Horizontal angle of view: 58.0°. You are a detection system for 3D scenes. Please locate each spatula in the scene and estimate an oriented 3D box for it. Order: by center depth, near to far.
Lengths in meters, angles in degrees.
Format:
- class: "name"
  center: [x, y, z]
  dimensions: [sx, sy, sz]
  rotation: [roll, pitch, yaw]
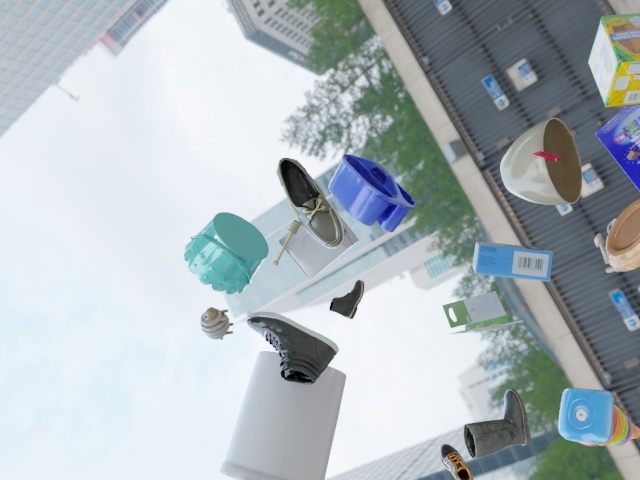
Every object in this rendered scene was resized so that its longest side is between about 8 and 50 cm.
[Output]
- class: "spatula"
  center: [0.562, 0.292, 1.918]
  dimensions: [0.242, 0.168, 0.019]
  rotation: [2, -108, -44]

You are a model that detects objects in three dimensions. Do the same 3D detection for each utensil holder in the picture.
- class: "utensil holder"
  center: [-0.103, 0.579, 1.831]
  dimensions: [0.328, 0.328, 0.385]
  rotation: [34, -115, -42]

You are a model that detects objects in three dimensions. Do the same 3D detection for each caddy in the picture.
- class: "caddy"
  center: [0.186, -0.185, 2.046]
  dimensions: [0.241, 0.179, 0.341]
  rotation: [14, -153, -40]

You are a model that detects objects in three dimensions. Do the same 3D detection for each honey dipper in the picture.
- class: "honey dipper"
  center: [-0.109, 0.010, 1.811]
  dimensions: [0.030, 0.160, 0.030]
  rotation: [27, -166, -7]

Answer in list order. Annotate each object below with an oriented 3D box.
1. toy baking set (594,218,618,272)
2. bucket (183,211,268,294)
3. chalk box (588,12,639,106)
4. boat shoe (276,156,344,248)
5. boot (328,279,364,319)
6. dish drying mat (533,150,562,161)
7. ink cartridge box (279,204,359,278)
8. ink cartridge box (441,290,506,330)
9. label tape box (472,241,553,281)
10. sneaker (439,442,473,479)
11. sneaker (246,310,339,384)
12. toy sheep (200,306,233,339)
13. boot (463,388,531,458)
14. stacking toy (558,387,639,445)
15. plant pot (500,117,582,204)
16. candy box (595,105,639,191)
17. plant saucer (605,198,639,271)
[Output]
- class: "toy baking set"
  center: [0.884, 0.001, 1.677]
  dimensions: [0.030, 0.256, 0.196]
  rotation: [20, -116, -4]
- class: "bucket"
  center: [-0.337, 0.042, 2.112]
  dimensions: [0.281, 0.183, 0.281]
  rotation: [32, -154, -18]
- class: "chalk box"
  center: [0.699, -0.425, 1.306]
  dimensions: [0.132, 0.132, 0.213]
  rotation: [77, -168, -54]
- class: "boat shoe"
  center: [-0.034, -0.110, 1.687]
  dimensions: [0.305, 0.109, 0.091]
  rotation: [58, -176, 6]
- class: "boot"
  center: [0.125, 0.271, 2.795]
  dimensions: [0.137, 0.077, 0.197]
  rotation: [20, -98, -23]
- class: "dish drying mat"
  center: [0.686, -0.254, 1.742]
  dimensions: [0.083, 0.032, 0.008]
  rotation: [13, -98, -17]
- class: "ink cartridge box"
  center: [0.000, 0.000, 2.287]
  dimensions: [0.197, 0.198, 0.270]
  rotation: [51, -165, 3]
- class: "ink cartridge box"
  center: [0.570, 0.271, 2.149]
  dimensions: [0.062, 0.209, 0.109]
  rotation: [72, -176, -52]
- class: "label tape box"
  center: [0.696, 0.067, 2.131]
  dimensions: [0.348, 0.249, 0.115]
  rotation: [-19, -66, -76]
- class: "sneaker"
  center: [0.539, 0.885, 2.266]
  dimensions: [0.215, 0.084, 0.083]
  rotation: [55, 166, 44]
- class: "sneaker"
  center: [-0.109, 0.310, 1.660]
  dimensions: [0.104, 0.296, 0.147]
  rotation: [90, -155, -50]
- class: "toy sheep"
  center: [-0.298, 0.241, 1.656]
  dimensions: [0.091, 0.091, 0.132]
  rotation: [-83, -16, -53]
- class: "boot"
  center: [0.536, 0.563, 1.786]
  dimensions: [0.209, 0.076, 0.189]
  rotation: [-3, -117, -13]
- class: "stacking toy"
  center: [0.909, 0.581, 1.817]
  dimensions: [0.302, 0.175, 0.165]
  rotation: [24, -111, -28]
- class: "plant pot"
  center: [0.717, -0.243, 1.923]
  dimensions: [0.284, 0.191, 0.284]
  rotation: [11, -106, -43]
- class: "candy box"
  center: [1.131, -0.322, 1.921]
  dimensions: [0.122, 0.268, 0.317]
  rotation: [5, -128, -39]
- class: "plant saucer"
  center: [0.721, -0.024, 1.316]
  dimensions: [0.037, 0.200, 0.200]
  rotation: [28, -151, -2]
